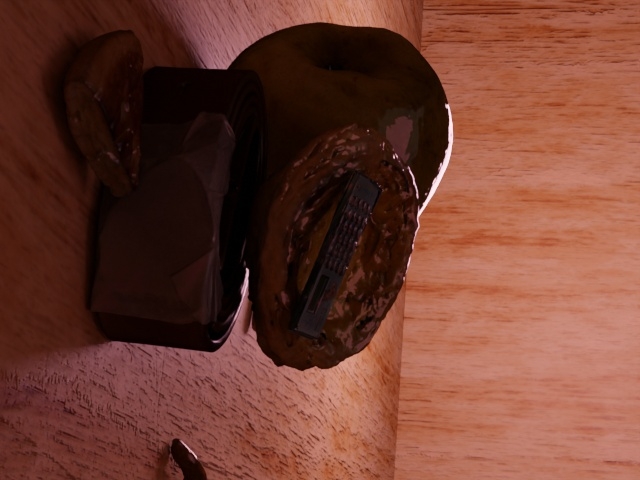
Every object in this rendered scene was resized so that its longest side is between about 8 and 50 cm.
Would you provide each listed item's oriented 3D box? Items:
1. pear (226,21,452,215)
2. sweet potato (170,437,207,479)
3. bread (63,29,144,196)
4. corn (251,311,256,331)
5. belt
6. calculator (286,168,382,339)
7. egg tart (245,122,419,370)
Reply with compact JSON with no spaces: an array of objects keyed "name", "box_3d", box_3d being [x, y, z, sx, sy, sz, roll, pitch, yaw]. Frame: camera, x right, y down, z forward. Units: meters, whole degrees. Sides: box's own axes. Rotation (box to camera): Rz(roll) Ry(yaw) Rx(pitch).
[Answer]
[{"name":"pear","box_3d":[0.004,-0.109,1.718,0.304,0.304,0.304,2,90,-79]},{"name":"sweet potato","box_3d":[-0.144,0.296,1.646,0.044,0.044,0.179,-72,162,-57]},{"name":"bread","box_3d":[-0.196,-0.123,1.253,0.136,0.054,0.154,41,46,-78]},{"name":"corn","box_3d":[-0.080,0.091,1.984,0.028,0.027,0.083,-50,-158,50]},{"name":"belt","box_3d":[-0.131,-0.035,1.433,0.217,0.122,0.338,83,13,-46]},{"name":"calculator","box_3d":[0.015,0.016,1.411,0.057,0.018,0.172,29,84,-56]},{"name":"egg tart","box_3d":[0.000,0.000,1.495,0.291,0.107,0.290,-34,134,-45]}]
